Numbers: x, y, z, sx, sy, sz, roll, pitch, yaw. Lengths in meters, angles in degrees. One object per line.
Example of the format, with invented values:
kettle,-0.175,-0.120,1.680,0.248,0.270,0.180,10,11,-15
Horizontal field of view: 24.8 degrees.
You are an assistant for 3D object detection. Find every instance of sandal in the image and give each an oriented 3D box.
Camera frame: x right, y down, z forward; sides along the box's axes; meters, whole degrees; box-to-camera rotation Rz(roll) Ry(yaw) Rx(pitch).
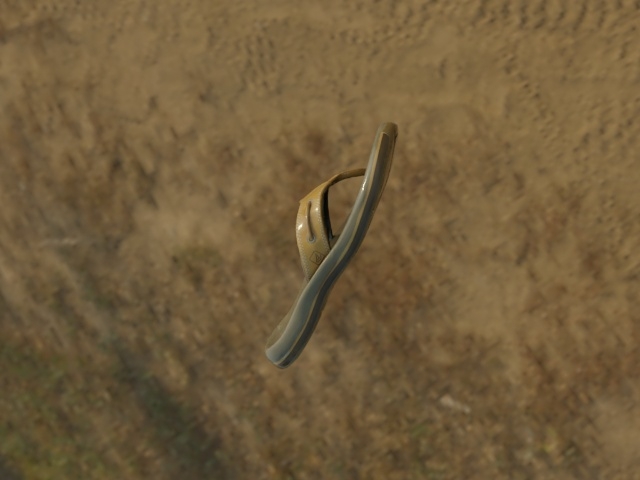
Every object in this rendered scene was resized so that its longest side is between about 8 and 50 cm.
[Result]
sandal,0.000,0.000,0.957,0.049,0.072,0.180,28,102,-1
